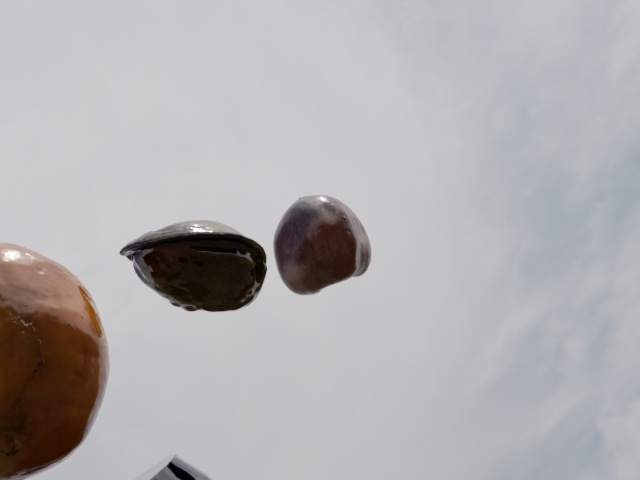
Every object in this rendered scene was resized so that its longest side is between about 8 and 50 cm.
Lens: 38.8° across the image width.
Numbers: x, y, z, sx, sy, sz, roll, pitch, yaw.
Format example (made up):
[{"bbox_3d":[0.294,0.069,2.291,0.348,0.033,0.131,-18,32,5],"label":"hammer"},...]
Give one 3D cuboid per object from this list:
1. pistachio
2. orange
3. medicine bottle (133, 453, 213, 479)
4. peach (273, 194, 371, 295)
[{"bbox_3d":[-0.172,0.035,1.249,0.210,0.131,0.165,15,-41,-27],"label":"pistachio"},{"bbox_3d":[-0.383,0.141,1.055,0.284,0.284,0.226,-44,-10,6],"label":"orange"},{"bbox_3d":[-0.148,0.473,1.060,0.242,0.395,0.242,-34,-5,-4],"label":"medicine bottle"},{"bbox_3d":[0.000,0.000,1.387,0.152,0.152,0.152,-19,-46,-21],"label":"peach"}]
